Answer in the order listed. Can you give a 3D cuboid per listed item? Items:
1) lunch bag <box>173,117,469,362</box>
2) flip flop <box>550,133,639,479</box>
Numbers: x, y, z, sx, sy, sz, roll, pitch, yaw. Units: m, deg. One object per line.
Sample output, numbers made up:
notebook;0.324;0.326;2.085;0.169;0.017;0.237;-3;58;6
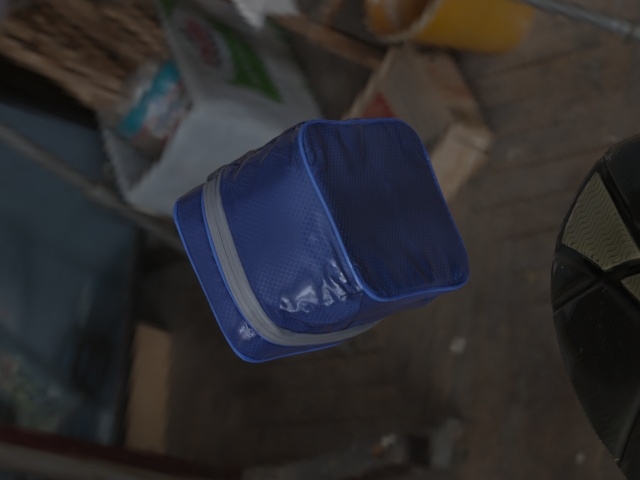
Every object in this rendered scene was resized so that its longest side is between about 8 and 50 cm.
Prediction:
lunch bag;0.000;0.000;0.632;0.065;0.098;0.067;-26;79;28
flip flop;0.147;0.089;0.580;0.112;0.080;0.277;-47;46;39
